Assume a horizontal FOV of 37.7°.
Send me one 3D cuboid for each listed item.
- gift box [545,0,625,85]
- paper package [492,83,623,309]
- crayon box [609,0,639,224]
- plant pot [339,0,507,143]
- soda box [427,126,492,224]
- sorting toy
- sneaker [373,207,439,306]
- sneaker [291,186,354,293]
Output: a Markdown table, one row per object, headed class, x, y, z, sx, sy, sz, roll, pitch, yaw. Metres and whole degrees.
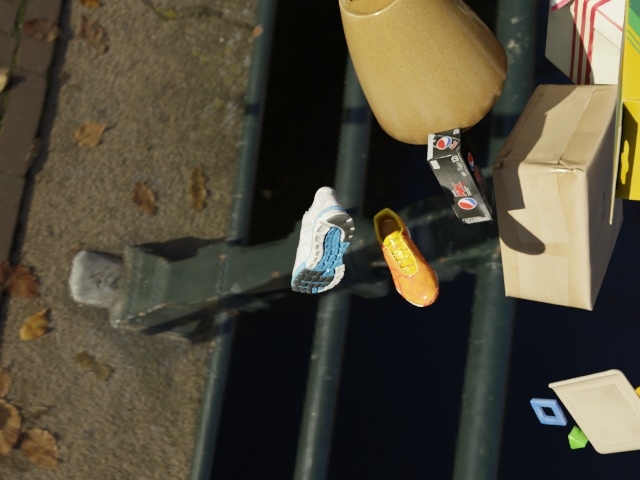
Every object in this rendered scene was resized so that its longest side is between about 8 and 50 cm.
| class | x | y | z | sx | sy | sz | roll | pitch | yaw |
| --- | --- | --- | --- | --- | --- | --- | --- | --- | --- |
| gift box | 0.574 | -0.412 | 1.769 | 0.276 | 0.258 | 0.255 | -34 | 57 | -15 |
| paper package | 0.453 | -0.087 | 1.747 | 0.309 | 0.168 | 0.325 | -54 | 142 | -41 |
| crayon box | 0.482 | -0.206 | 1.390 | 0.203 | 0.083 | 0.323 | 75 | 25 | -49 |
| plant pot | 0.137 | -0.313 | 1.454 | 0.254 | 0.237 | 0.237 | 42 | 59 | -51 |
| soda box | 0.222 | -0.099 | 1.479 | 0.169 | 0.053 | 0.060 | 55 | 32 | -44 |
| sorting toy | 0.571 | 0.330 | 1.835 | 0.196 | 0.347 | 0.047 | 51 | 56 | -7 |
| sneaker | 0.119 | 0.027 | 1.388 | 0.064 | 0.175 | 0.067 | -35 | 141 | 8 |
| sneaker | 0.000 | 0.000 | 1.327 | 0.071 | 0.191 | 0.083 | 0 | 50 | -20 |
